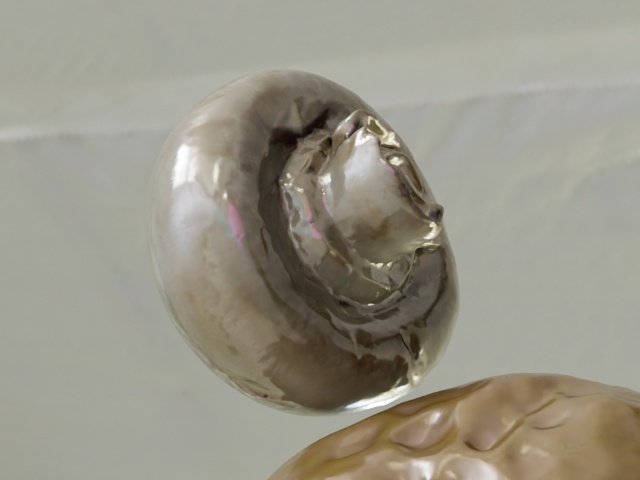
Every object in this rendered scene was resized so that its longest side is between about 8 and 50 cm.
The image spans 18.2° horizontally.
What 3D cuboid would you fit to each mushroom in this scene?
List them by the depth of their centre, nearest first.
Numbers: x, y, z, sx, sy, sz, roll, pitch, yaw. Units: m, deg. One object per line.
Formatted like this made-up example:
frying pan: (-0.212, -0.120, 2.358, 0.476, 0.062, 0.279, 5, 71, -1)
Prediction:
mushroom: (0.000, 0.000, 1.243, 0.178, 0.226, 0.226, -19, -62, 36)

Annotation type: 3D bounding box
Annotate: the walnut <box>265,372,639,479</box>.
walnut: (0.110, 0.261, 1.144, 0.398, 0.354, 0.308, -12, -35, 10)
